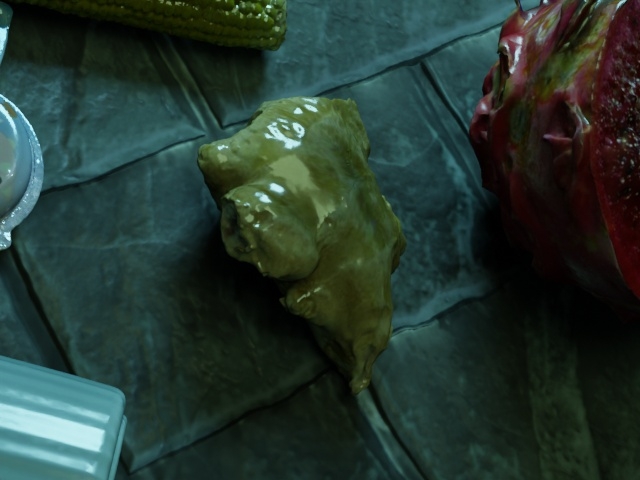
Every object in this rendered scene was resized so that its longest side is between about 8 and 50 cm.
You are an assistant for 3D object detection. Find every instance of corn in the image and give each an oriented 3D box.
[{"bbox_3d":[-0.178,-0.241,1.301,0.320,0.097,0.097,11,63,-23],"label":"corn"}]

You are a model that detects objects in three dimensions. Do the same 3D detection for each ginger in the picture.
[{"bbox_3d":[0.000,0.000,1.254,0.219,0.123,0.270,-5,68,-50],"label":"ginger"}]

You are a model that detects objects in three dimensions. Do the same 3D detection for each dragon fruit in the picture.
[{"bbox_3d":[0.301,-0.100,1.369,0.386,0.249,0.371,-9,99,-41],"label":"dragon fruit"}]

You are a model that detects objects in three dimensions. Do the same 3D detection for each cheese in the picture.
[{"bbox_3d":[-0.307,-0.102,1.194,0.135,0.052,0.245,-1,67,-27],"label":"cheese"}]

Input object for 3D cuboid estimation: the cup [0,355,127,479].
[{"bbox_3d":[-0.307,0.209,0.900,0.311,0.257,0.331,14,68,-7],"label":"cup"}]
